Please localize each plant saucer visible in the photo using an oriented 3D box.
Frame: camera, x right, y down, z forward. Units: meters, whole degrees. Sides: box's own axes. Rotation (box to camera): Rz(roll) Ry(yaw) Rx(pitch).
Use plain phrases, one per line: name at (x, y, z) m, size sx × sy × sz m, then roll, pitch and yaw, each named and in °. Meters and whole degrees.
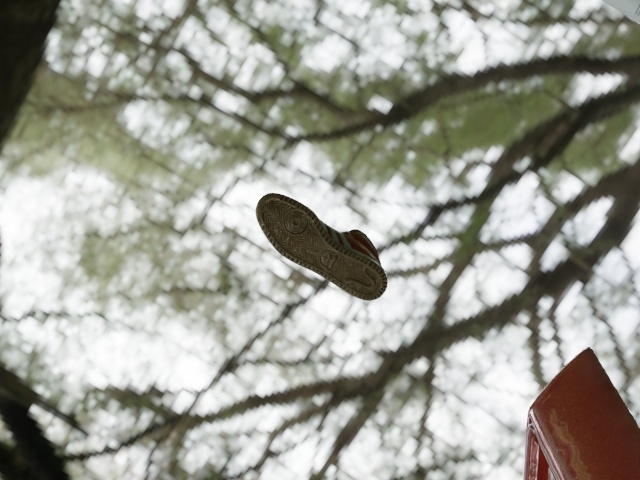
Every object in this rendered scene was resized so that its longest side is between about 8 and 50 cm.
plant saucer at (0.157, 0.230, 0.907) m, size 0.047 × 0.259 × 0.258 m, roll -2°, pitch -158°, yaw -5°

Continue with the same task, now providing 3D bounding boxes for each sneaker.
sneaker at (0.000, 0.000, 1.217) m, size 0.118 × 0.042 × 0.067 m, roll 37°, pitch -169°, yaw -8°

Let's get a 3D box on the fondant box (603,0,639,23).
fondant box at (0.270, -0.200, 0.641) m, size 0.238 × 0.330 × 0.096 m, roll 34°, pitch 168°, yaw 7°
